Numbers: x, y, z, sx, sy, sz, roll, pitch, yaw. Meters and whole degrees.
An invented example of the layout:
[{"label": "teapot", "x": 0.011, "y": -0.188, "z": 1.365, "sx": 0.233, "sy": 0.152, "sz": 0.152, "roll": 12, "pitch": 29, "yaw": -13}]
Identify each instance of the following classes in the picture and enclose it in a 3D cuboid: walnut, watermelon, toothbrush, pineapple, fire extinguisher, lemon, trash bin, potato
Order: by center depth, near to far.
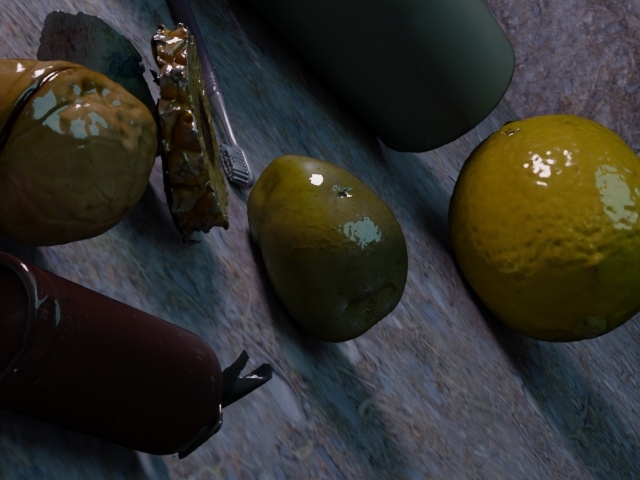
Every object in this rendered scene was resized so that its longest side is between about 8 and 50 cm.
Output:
[{"label": "fire extinguisher", "x": -0.136, "y": 0.085, "z": 1.069, "sx": 0.269, "sy": 0.105, "sz": 0.105, "roll": 30, "pitch": 28, "yaw": -54}, {"label": "walnut", "x": -0.201, "y": -0.065, "z": 1.145, "sx": 0.144, "sy": 0.144, "sz": 0.180, "roll": 55, "pitch": 20, "yaw": 5}, {"label": "watermelon", "x": -0.194, "y": -0.125, "z": 1.411, "sx": 0.094, "sy": 0.081, "sz": 0.180, "roll": 39, "pitch": -20, "yaw": 52}, {"label": "pineapple", "x": -0.117, "y": -0.098, "z": 1.442, "sx": 0.221, "sy": 0.047, "sz": 0.221, "roll": -8, "pitch": 90, "yaw": -89}, {"label": "potato", "x": 0.000, "y": 0.000, "z": 1.589, "sx": 0.194, "sy": 0.157, "sz": 0.157, "roll": 49, "pitch": 11, "yaw": 34}, {"label": "toothbrush", "x": -0.131, "y": -0.185, "z": 1.778, "sx": 0.029, "sy": 0.024, "sz": 0.354, "roll": 26, "pitch": 31, "yaw": -42}, {"label": "trash bin", "x": 0.062, "y": -0.345, "z": 2.209, "sx": 0.432, "sy": 0.280, "sz": 0.280, "roll": 46, "pitch": 18, "yaw": -36}, {"label": "lemon", "x": 0.340, "y": -0.018, "z": 2.268, "sx": 0.336, "sy": 0.336, "sz": 0.336, "roll": 48, "pitch": 17, "yaw": -20}]
